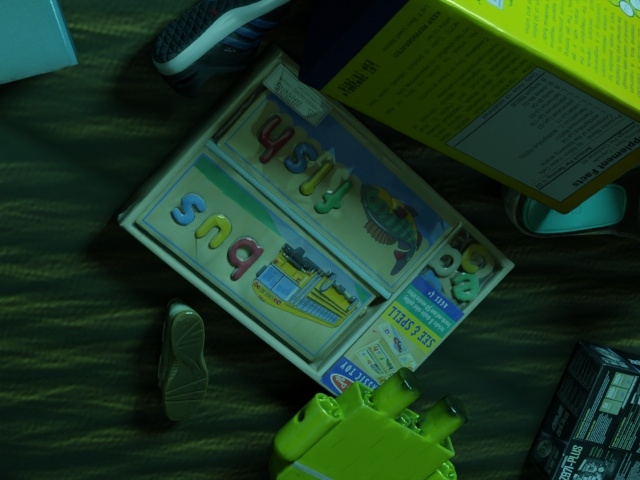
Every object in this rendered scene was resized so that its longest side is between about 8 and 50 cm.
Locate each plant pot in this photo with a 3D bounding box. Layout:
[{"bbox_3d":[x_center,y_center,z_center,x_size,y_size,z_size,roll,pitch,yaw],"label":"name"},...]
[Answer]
[{"bbox_3d":[-0.352,-0.271,1.214,0.166,0.165,0.234,-16,105,-7],"label":"plant pot"}]

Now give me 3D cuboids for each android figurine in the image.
[{"bbox_3d":[0.048,0.271,1.531,0.248,0.056,0.273,34,113,-33],"label":"android figurine"}]

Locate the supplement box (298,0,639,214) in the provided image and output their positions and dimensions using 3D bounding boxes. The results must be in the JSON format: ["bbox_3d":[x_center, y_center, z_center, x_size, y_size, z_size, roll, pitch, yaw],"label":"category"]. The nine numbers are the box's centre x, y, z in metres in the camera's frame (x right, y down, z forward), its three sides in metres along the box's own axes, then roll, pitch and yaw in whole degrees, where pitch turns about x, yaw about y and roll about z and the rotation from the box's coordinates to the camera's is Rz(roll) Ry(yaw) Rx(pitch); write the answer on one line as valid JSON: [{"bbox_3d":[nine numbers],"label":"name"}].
[{"bbox_3d":[0.186,-0.210,1.306,0.356,0.195,0.194,25,144,-21],"label":"supplement box"}]

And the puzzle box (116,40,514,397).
[{"bbox_3d":[0.000,0.000,1.456,0.409,0.052,0.272,40,98,-23],"label":"puzzle box"}]

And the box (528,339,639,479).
[{"bbox_3d":[0.381,0.239,1.624,0.147,0.077,0.180,14,106,-18],"label":"box"}]

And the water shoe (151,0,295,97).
[{"bbox_3d":[-0.088,-0.235,1.349,0.203,0.073,0.080,-32,141,-1],"label":"water shoe"}]

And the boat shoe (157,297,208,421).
[{"bbox_3d":[-0.168,0.143,1.478,0.056,0.048,0.153,-11,119,-23],"label":"boat shoe"}]

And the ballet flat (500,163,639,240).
[{"bbox_3d":[0.362,-0.056,1.493,0.316,0.106,0.107,4,107,-16],"label":"ballet flat"}]
